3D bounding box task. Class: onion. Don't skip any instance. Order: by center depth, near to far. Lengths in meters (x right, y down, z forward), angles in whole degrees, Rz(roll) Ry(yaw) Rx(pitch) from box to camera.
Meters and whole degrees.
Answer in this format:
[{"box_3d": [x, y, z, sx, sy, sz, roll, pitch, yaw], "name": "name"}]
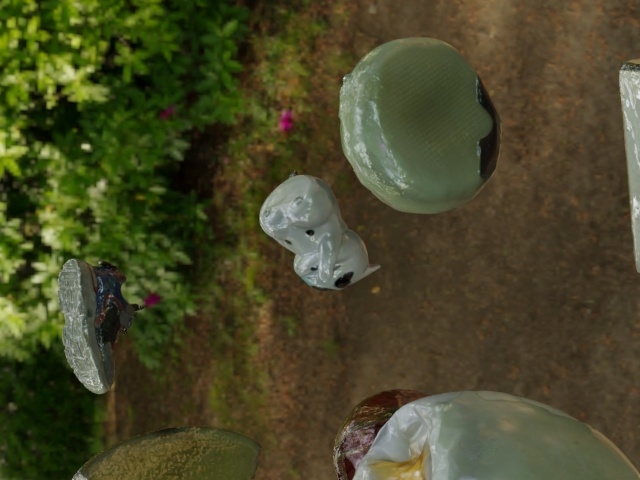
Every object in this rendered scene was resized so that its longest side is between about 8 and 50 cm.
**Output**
[{"box_3d": [0.138, 0.318, 1.493, 0.161, 0.248, 0.248, -46, 51, 32], "name": "onion"}]

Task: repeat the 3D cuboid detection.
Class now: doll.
[{"box_3d": [-0.004, -0.004, 1.422, 0.110, 0.107, 0.180, -19, 112, 31], "name": "doll"}]

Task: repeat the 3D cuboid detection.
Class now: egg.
[{"box_3d": [0.135, 0.202, 0.695, 0.183, 0.217, 0.183, -52, 19, 27], "name": "egg"}]

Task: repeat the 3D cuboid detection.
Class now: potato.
[{"box_3d": [-0.167, 0.366, 1.390, 0.269, 0.255, 0.112, 37, 122, 14], "name": "potato"}]

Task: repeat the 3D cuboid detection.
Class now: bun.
[{"box_3d": [0.136, -0.163, 1.577, 0.179, 0.283, 0.283, -32, 63, 57], "name": "bun"}]

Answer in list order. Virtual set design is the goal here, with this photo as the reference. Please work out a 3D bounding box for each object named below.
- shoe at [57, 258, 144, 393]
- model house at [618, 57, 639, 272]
[{"box_3d": [-0.359, 0.136, 1.704, 0.099, 0.126, 0.227, -5, 95, 48], "name": "shoe"}, {"box_3d": [0.442, -0.086, 1.048, 0.178, 0.207, 0.270, -152, 50, -67], "name": "model house"}]
